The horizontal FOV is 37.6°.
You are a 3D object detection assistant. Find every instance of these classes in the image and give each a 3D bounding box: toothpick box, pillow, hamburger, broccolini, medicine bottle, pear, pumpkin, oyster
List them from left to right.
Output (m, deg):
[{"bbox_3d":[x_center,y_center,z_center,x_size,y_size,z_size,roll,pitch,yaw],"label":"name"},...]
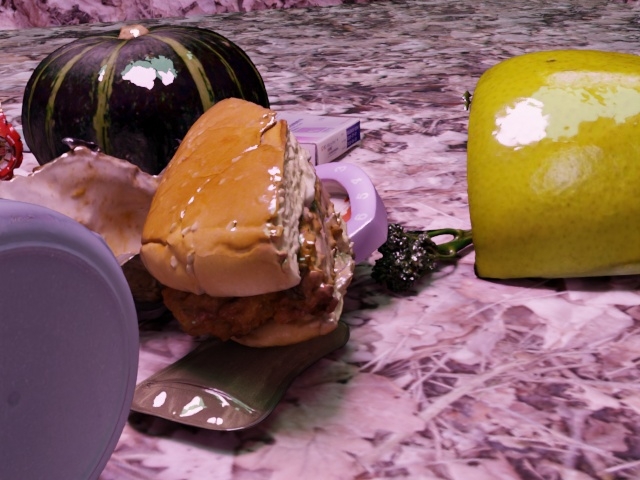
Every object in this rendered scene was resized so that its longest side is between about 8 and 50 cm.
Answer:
[{"bbox_3d":[-0.333,0.055,0.655,0.355,0.263,0.263,12,24,33],"label":"toothpick box"},{"bbox_3d":[-0.189,-0.026,0.996,0.198,0.133,0.337,48,35,15],"label":"oyster"},{"bbox_3d":[-0.224,-0.158,1.225,0.323,0.241,0.323,2,21,-1],"label":"pumpkin"},{"bbox_3d":[-0.068,0.106,0.822,0.130,0.033,0.217,6,22,24],"label":"pillow"},{"bbox_3d":[-0.066,-0.016,0.848,0.282,0.155,0.245,13,49,46],"label":"hamburger"},{"bbox_3d":[-0.046,-0.156,1.479,0.171,0.052,0.201,7,21,21],"label":"medicine bottle"},{"bbox_3d":[0.135,0.002,1.047,0.201,0.074,0.058,-16,9,-39],"label":"broccolini"},{"bbox_3d":[0.342,-0.103,1.078,0.318,0.238,0.342,-1,19,22],"label":"pear"}]

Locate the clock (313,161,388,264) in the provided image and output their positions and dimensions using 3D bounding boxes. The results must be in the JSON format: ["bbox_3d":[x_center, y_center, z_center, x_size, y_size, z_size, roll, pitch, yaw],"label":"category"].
[{"bbox_3d":[0.000,0.000,0.987,0.172,0.064,0.198,-1,43,39],"label":"clock"}]

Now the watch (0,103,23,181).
[{"bbox_3d":[-0.507,-0.184,1.381,0.102,0.165,0.268,-10,45,-22],"label":"watch"}]

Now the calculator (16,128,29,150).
[{"bbox_3d":[-0.476,-0.169,1.566,0.153,0.021,0.095,1,21,14],"label":"calculator"}]
